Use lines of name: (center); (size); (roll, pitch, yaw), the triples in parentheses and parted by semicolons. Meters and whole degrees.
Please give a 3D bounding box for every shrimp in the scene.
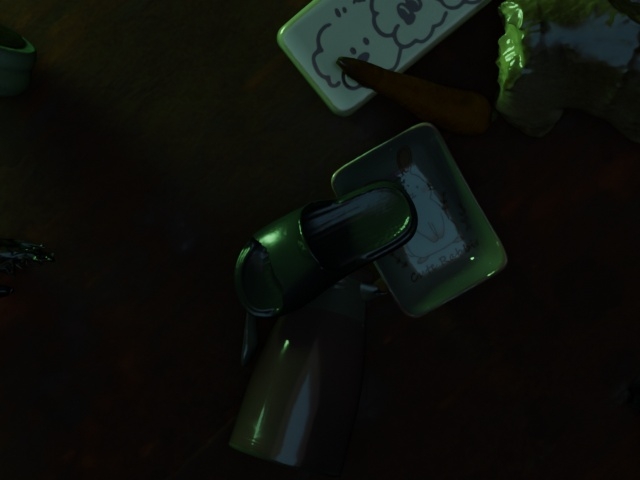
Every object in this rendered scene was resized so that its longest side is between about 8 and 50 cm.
shrimp: (-0.413, 0.035, 1.862); (0.161, 0.034, 0.091); (1, 107, 5)

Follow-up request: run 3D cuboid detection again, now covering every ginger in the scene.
ginger: (0.329, -0.209, 1.804); (0.275, 0.130, 0.221); (37, 105, -6)

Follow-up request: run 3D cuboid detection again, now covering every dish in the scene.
dish: (0.123, -0.027, 1.838); (0.151, 0.077, 0.212); (-30, 95, 4)

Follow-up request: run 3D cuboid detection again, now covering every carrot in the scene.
carrot: (0.117, -0.174, 1.785); (0.256, 0.061, 0.061); (13, 96, -34)

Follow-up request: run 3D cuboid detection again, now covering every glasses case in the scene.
glasses case: (0.112, -0.305, 1.813); (0.336, 0.076, 0.144); (-40, 94, 3)

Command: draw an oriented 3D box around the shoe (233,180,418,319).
shoe: (0.000, 0.000, 1.746); (0.241, 0.093, 0.108); (-27, 74, 0)

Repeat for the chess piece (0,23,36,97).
chess piece: (-0.482, -0.133, 1.776); (0.194, 0.194, 0.299); (24, 103, -3)

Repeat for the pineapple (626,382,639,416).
pineapple: (0.462, 0.257, 1.860); (0.108, 0.108, 0.198); (-38, 86, 3)

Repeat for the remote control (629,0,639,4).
remote control: (0.362, -0.340, 1.838); (0.166, 0.029, 0.065); (21, 95, -7)

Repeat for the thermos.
thermos: (-0.021, 0.146, 1.830); (0.176, 0.146, 0.265); (13, 84, 21)
